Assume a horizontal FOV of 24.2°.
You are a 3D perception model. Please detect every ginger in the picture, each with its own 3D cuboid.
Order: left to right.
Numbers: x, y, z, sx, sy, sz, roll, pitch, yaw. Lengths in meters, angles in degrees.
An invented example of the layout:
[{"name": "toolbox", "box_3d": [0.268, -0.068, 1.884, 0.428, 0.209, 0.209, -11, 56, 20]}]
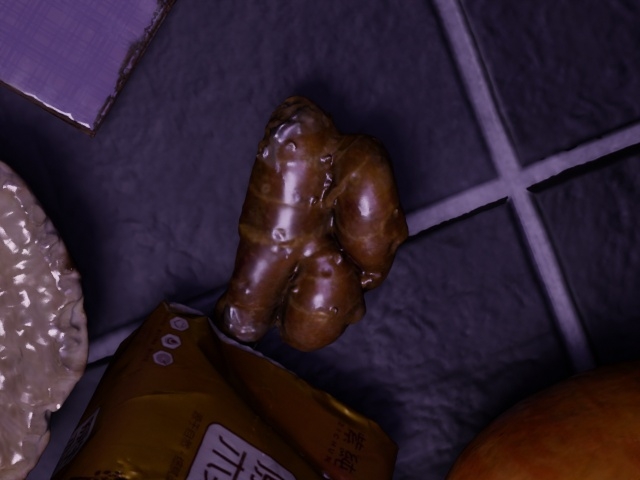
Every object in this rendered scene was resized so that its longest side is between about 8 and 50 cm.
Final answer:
[{"name": "ginger", "box_3d": [0.000, 0.000, 0.905, 0.103, 0.073, 0.162, 21, 107, 11]}]

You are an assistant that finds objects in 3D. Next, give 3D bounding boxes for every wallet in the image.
[{"name": "wallet", "box_3d": [-0.206, -0.167, 0.889, 0.230, 0.042, 0.124, 30, 90, -6]}]

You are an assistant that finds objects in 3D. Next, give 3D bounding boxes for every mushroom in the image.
[{"name": "mushroom", "box_3d": [-0.220, 0.081, 0.802, 0.208, 0.302, 0.233, 14, 111, -37]}]

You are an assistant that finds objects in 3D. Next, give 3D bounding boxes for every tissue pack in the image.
[{"name": "tissue pack", "box_3d": [-0.063, 0.161, 0.836, 0.183, 0.226, 0.092, 35, 129, -11]}]

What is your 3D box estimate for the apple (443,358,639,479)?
[{"name": "apple", "box_3d": [0.203, 0.204, 0.853, 0.286, 0.233, 0.286, 0, 95, -5]}]
